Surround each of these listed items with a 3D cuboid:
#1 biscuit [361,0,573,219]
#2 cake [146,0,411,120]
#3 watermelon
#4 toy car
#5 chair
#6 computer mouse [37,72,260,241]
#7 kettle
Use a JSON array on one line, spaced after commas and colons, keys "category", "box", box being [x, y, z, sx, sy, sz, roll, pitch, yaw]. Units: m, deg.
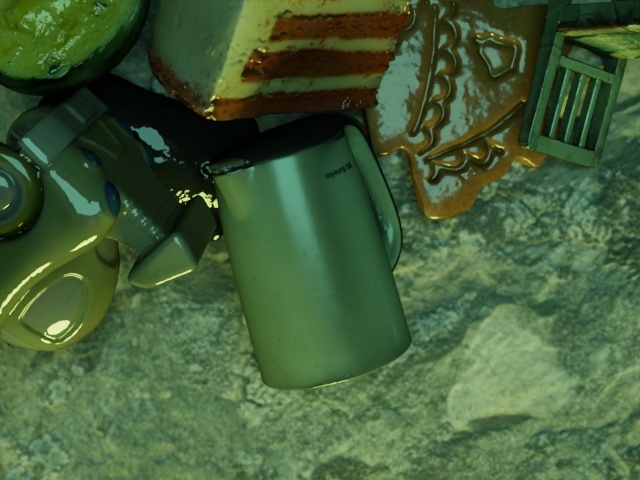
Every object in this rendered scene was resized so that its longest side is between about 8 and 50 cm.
[{"category": "biscuit", "box": [0.129, -0.184, 1.532, 0.306, 0.043, 0.284, 31, 87, -6]}, {"category": "cake", "box": [-0.026, -0.197, 1.379, 0.262, 0.159, 0.158, 11, 118, -17]}, {"category": "watermelon", "box": [-0.265, -0.245, 1.440, 0.204, 0.127, 0.232, 21, 73, 21]}, {"category": "toy car", "box": [-0.294, 0.031, 1.363, 0.226, 0.242, 0.336, 43, 103, -9]}, {"category": "chair", "box": [0.328, -0.216, 1.481, 0.136, 0.147, 0.270, 13, 87, -41]}, {"category": "computer mouse", "box": [-0.180, -0.092, 1.483, 0.264, 0.088, 0.147, 15, 91, -9]}, {"category": "kettle", "box": [0.000, 0.000, 1.458, 0.240, 0.165, 0.255, -28, 105, -45]}]
